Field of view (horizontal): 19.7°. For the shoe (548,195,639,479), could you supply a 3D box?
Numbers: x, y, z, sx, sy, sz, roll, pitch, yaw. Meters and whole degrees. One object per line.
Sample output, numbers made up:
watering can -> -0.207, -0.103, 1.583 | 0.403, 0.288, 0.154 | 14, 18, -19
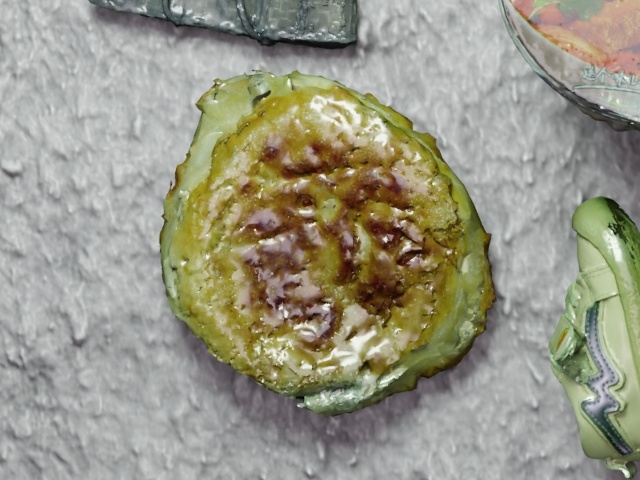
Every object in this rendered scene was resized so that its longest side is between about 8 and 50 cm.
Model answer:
shoe -> 0.273, 0.092, 1.712 | 0.128, 0.140, 0.262 | -18, 90, 4

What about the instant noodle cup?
instant noodle cup -> 0.302, -0.242, 1.670 | 0.296, 0.214, 0.296 | 0, 91, 7

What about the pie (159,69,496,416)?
pie -> 0.000, 0.000, 1.764 | 0.354, 0.103, 0.288 | 38, 100, 3

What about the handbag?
handbag -> -0.086, -0.282, 1.787 | 0.270, 0.088, 0.175 | 10, 99, 6
